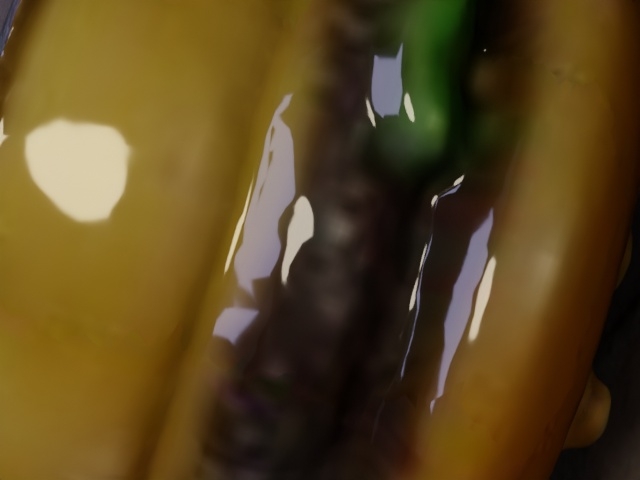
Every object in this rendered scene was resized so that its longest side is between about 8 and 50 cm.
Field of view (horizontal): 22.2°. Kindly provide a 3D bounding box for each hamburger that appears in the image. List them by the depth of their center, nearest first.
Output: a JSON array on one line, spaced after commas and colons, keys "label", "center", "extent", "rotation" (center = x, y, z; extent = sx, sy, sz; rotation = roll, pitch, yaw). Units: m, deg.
[{"label": "hamburger", "center": [0.000, 0.000, 0.744], "extent": [0.396, 0.277, 0.396], "rotation": [-163, 90, -88]}]
